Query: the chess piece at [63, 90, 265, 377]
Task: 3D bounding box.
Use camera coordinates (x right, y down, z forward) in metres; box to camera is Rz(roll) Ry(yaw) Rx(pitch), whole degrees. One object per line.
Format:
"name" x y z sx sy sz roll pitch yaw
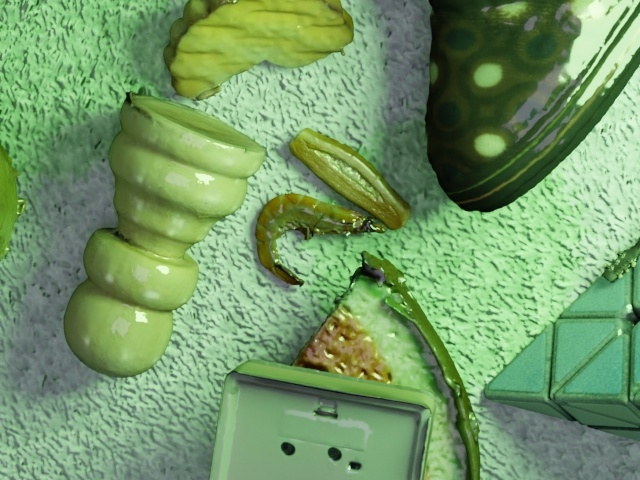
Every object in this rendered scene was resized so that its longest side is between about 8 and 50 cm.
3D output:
"chess piece" -0.161 0.003 1.802 0.143 0.143 0.261 21 102 -5

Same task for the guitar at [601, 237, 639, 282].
"guitar" 0.348 -0.053 1.834 0.233 0.025 0.088 -50 53 3

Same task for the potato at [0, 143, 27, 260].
"potato" -0.388 -0.045 1.661 0.270 0.359 0.219 15 85 -12

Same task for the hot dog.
"hot dog" 0.032 -0.062 1.843 0.137 0.028 0.044 36 120 -3

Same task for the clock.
"clock" 0.001 0.198 1.754 0.192 0.071 0.147 9 98 8

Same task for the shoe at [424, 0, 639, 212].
"shoe" 0.182 -0.228 1.758 0.237 0.171 0.384 35 92 -12

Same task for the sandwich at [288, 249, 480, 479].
"sandwich" 0.053 0.176 1.836 0.212 0.109 0.292 -35 91 11

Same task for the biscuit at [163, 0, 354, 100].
"biscuit" -0.062 -0.207 1.803 0.183 0.061 0.118 -13 138 -1

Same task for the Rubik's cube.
"Rubik's cube" 0.337 0.114 1.821 0.233 0.229 0.228 -18 142 -35

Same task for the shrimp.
"shrimp" 0.000 0.000 1.847 0.127 0.025 0.091 2 96 8
